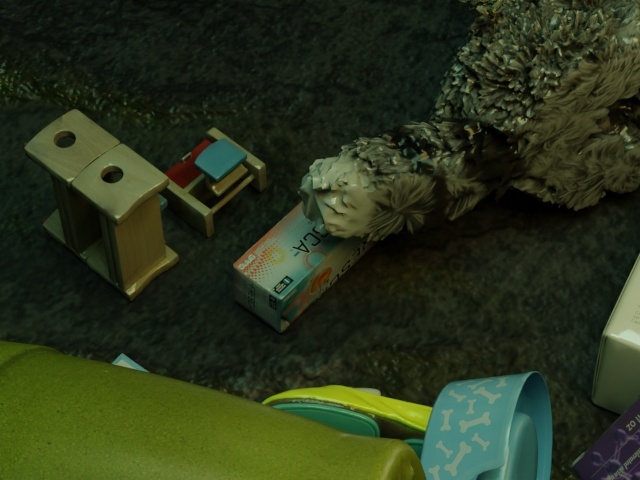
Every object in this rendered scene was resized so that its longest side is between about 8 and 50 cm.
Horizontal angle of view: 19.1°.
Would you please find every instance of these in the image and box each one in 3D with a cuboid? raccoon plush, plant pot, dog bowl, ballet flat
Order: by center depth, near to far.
[{"bbox_3d":[-0.109,0.249,1.354,0.353,0.366,0.366,1,52,15],"label":"plant pot"},{"bbox_3d":[0.119,0.245,1.505,0.074,0.166,0.297,6,72,20],"label":"dog bowl"},{"bbox_3d":[0.061,0.165,1.651,0.231,0.077,0.077,12,33,6],"label":"ballet flat"},{"bbox_3d":[0.147,-0.194,1.801,0.446,0.216,0.299,-9,46,-25],"label":"raccoon plush"}]

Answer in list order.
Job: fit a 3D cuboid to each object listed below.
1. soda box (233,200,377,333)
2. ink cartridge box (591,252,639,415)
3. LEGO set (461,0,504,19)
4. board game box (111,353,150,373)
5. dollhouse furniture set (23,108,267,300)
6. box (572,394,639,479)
[{"bbox_3d":[0.000,0.000,1.775,0.063,0.058,0.183,35,61,22],"label":"soda box"},{"bbox_3d":[0.390,0.046,1.702,0.207,0.117,0.283,21,56,16],"label":"ink cartridge box"},{"bbox_3d":[0.156,-0.222,1.732,0.054,0.023,0.083,10,38,38],"label":"LEGO set"},{"bbox_3d":[-0.185,0.181,1.658,0.103,0.026,0.154,32,60,22],"label":"board game box"},{"bbox_3d":[-0.162,-0.069,1.783,0.129,0.129,0.183,36,62,24],"label":"dollhouse furniture set"},{"bbox_3d":[0.334,0.199,1.526,0.207,0.153,0.108,49,34,19],"label":"box"}]
